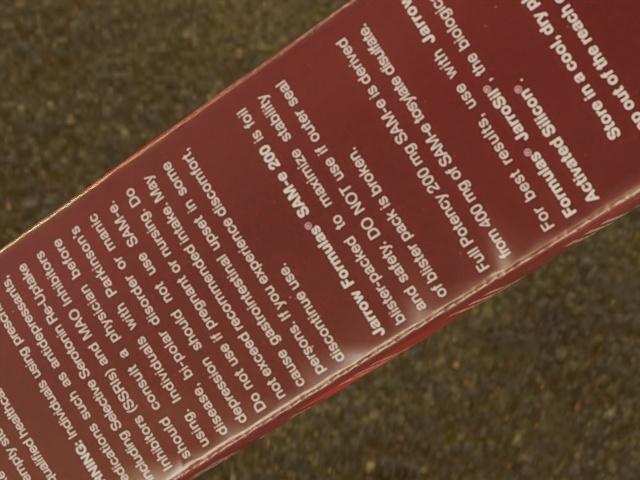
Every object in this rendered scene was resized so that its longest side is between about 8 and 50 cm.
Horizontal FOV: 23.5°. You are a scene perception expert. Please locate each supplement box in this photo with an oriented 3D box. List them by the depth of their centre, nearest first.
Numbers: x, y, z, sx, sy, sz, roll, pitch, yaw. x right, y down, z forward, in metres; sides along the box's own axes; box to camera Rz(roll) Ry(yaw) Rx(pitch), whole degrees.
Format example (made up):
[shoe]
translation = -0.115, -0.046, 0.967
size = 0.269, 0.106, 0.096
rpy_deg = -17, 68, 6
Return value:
[supplement box]
translation = 0.000, 0.000, 0.395
size = 0.239, 0.130, 0.073
rpy_deg = -34, 85, 16
